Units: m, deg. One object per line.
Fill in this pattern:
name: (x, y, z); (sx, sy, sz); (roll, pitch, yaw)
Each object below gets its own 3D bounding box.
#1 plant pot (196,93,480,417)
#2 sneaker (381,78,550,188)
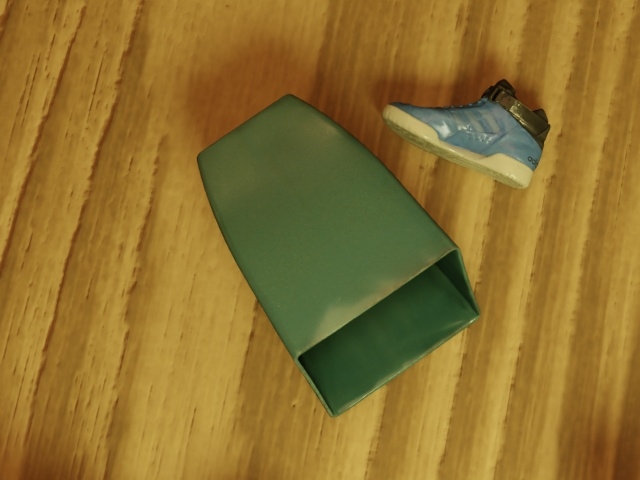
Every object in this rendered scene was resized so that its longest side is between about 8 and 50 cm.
plant pot: (0.000, 0.000, 1.536); (0.165, 0.165, 0.234); (-35, 64, -4)
sneaker: (0.138, -0.115, 1.600); (0.152, 0.058, 0.085); (24, 83, 10)
